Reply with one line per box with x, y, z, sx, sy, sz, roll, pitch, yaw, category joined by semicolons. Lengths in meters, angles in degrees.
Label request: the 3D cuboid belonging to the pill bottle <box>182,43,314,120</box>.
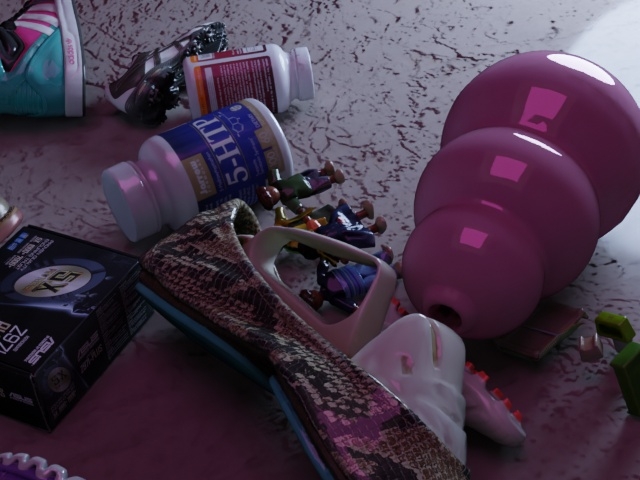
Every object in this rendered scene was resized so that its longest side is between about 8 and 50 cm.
-0.087;-0.192;1.467;0.152;0.086;0.086;-9;39;-4;pill bottle

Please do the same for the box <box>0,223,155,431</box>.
-0.274;0.079;1.168;0.147;0.077;0.180;16;44;24;box

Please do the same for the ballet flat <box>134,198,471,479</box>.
0.009;0.096;1.027;0.182;0.164;0.483;-44;45;-4;ballet flat

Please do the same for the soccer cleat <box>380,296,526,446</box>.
0.100;0.130;1.077;0.076;0.068;0.196;-48;56;-3;soccer cleat

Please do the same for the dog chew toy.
0.185;-0.036;1.150;0.207;0.206;0.332;15;46;24;dog chew toy

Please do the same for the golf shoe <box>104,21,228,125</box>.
-0.195;-0.226;1.532;0.094;0.077;0.198;18;44;27;golf shoe

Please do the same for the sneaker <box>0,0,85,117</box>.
-0.406;-0.254;1.561;0.179;0.123;0.295;-4;39;-16;sneaker

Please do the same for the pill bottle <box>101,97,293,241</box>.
-0.135;-0.072;1.307;0.187;0.112;0.112;-26;43;-22;pill bottle

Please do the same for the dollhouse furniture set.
0.241;0.107;1.109;0.076;0.058;0.152;-39;30;-24;dollhouse furniture set

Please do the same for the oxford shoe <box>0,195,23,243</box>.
-0.464;0.023;1.173;0.348;0.130;0.123;-29;12;-17;oxford shoe

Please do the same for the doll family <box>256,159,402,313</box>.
0.000;0.000;1.234;0.111;0.076;0.193;-21;44;-24;doll family

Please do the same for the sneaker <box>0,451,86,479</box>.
-0.200;0.247;0.949;0.236;0.095;0.104;15;51;23;sneaker
